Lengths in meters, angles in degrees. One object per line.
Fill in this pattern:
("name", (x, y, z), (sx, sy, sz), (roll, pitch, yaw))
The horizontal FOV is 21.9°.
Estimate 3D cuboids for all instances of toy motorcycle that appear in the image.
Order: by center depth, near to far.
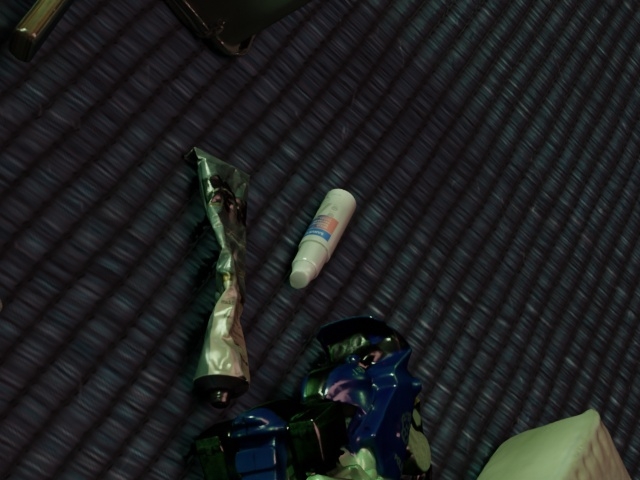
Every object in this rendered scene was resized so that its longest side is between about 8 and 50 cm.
("toy motorcycle", (0.017, 0.175, 1.496), (0.331, 0.125, 0.196), (-12, 87, -63))

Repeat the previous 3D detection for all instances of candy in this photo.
("candy", (0.221, 0.345, 1.675), (0.208, 0.145, 0.359), (62, 35, -11))

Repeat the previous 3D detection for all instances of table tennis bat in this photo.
("table tennis bat", (-0.182, -0.260, 1.411), (0.022, 0.173, 0.301), (29, 55, -1))

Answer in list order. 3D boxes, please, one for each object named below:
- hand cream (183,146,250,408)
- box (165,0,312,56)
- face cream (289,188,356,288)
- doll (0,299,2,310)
("hand cream", (-0.092, 0.035, 1.486), (0.075, 0.052, 0.248), (59, 23, -58))
("box", (-0.055, -0.312, 1.612), (0.163, 0.135, 0.243), (50, 40, -27))
("face cream", (0.000, 0.000, 1.629), (0.034, 0.034, 0.130), (54, 39, -23))
("doll", (-0.310, -0.027, 1.179), (0.227, 0.075, 0.102), (46, 31, -17))
